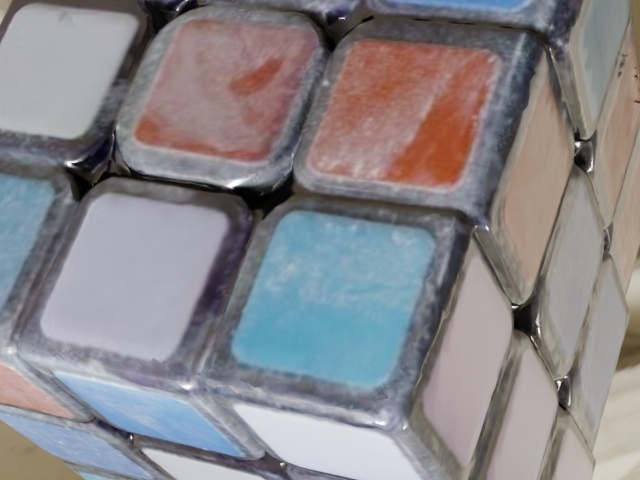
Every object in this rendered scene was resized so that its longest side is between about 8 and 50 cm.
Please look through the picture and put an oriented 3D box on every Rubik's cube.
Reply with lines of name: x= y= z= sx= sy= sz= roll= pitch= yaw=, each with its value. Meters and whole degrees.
Rubik's cube: x=0.000 y=0.000 z=0.925 sx=0.363 sy=0.362 sz=0.359 roll=12 pitch=-115 yaw=24
